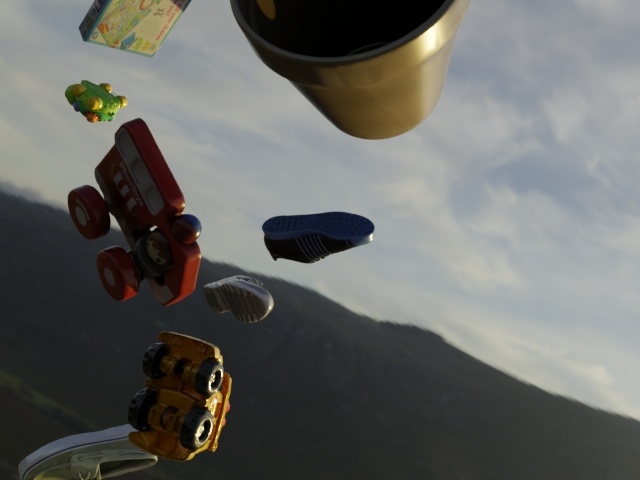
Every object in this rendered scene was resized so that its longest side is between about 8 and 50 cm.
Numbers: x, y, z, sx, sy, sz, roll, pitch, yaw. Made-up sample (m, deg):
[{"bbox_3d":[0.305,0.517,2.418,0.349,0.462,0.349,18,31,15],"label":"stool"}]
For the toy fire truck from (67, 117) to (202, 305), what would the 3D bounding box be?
[{"bbox_3d":[-0.307,-0.039,1.649,0.254,0.169,0.302,-34,-98,56],"label":"toy fire truck"}]

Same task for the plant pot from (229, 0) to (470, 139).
[{"bbox_3d":[0.064,-0.293,1.307,0.323,0.323,0.280,25,-20,25],"label":"plant pot"}]

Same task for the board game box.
[{"bbox_3d":[-0.216,-0.298,1.138,0.103,0.154,0.026,6,48,-44],"label":"board game box"}]

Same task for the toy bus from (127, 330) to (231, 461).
[{"bbox_3d":[-0.235,0.292,1.747,0.149,0.220,0.211,13,-3,25],"label":"toy bus"}]

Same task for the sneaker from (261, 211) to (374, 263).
[{"bbox_3d":[0.000,0.000,1.849,0.232,0.081,0.090,2,-49,17],"label":"sneaker"}]

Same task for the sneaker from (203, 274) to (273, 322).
[{"bbox_3d":[-0.183,0.121,2.234,0.281,0.115,0.105,9,-57,58],"label":"sneaker"}]

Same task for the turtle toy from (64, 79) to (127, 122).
[{"bbox_3d":[-0.449,-0.273,1.813,0.130,0.066,0.095,38,28,23],"label":"turtle toy"}]

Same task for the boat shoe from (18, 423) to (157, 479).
[{"bbox_3d":[-0.509,0.486,2.047,0.109,0.302,0.094,95,-27,-47],"label":"boat shoe"}]
